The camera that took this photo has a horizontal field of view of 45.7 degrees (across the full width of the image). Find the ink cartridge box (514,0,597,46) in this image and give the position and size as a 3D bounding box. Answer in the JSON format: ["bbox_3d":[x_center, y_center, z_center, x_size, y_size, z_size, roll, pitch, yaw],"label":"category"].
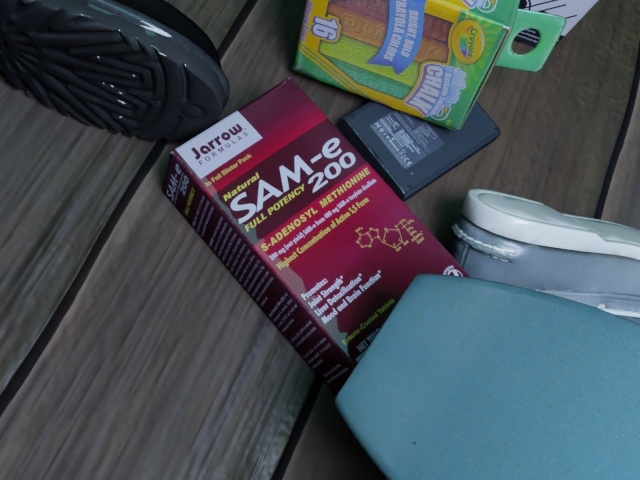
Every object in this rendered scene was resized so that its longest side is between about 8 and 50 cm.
[{"bbox_3d":[0.165,-0.263,0.760,0.207,0.097,0.046,15,64,-11],"label":"ink cartridge box"}]

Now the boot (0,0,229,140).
[{"bbox_3d":[-0.199,-0.256,0.619,0.348,0.131,0.260,25,63,-6],"label":"boot"}]

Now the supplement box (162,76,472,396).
[{"bbox_3d":[0.000,0.000,0.609,0.130,0.073,0.239,-38,83,-27],"label":"supplement box"}]

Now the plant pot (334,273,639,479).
[{"bbox_3d":[0.138,0.127,0.461,0.234,0.166,0.165,28,81,36],"label":"plant pot"}]

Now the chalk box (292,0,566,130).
[{"bbox_3d":[0.102,-0.197,0.668,0.213,0.132,0.132,21,57,3],"label":"chalk box"}]

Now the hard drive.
[{"bbox_3d":[0.095,-0.104,0.711,0.135,0.022,0.094,-34,81,-27],"label":"hard drive"}]

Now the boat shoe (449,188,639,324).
[{"bbox_3d":[0.254,0.039,0.681,0.320,0.116,0.099,14,107,-19],"label":"boat shoe"}]
